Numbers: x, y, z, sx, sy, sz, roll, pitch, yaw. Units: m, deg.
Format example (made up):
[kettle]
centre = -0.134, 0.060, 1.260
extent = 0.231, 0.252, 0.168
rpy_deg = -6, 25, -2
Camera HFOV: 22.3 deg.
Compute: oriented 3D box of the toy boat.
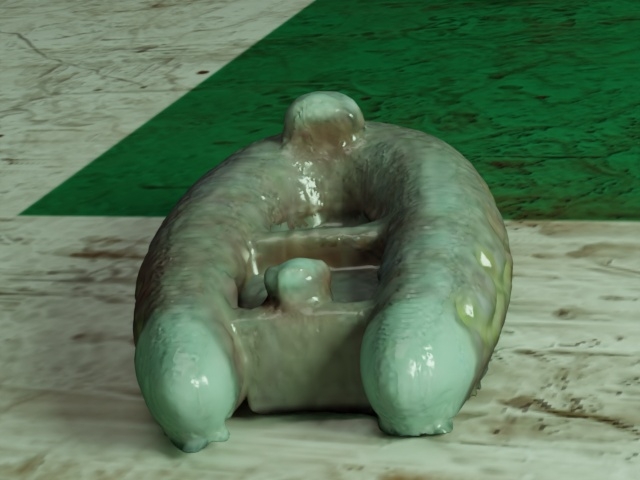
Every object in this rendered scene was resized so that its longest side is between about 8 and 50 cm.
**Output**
[toy boat]
centre = 0.000, 0.000, 0.671
extent = 0.155, 0.085, 0.227
rpy_deg = -6, 22, 10
